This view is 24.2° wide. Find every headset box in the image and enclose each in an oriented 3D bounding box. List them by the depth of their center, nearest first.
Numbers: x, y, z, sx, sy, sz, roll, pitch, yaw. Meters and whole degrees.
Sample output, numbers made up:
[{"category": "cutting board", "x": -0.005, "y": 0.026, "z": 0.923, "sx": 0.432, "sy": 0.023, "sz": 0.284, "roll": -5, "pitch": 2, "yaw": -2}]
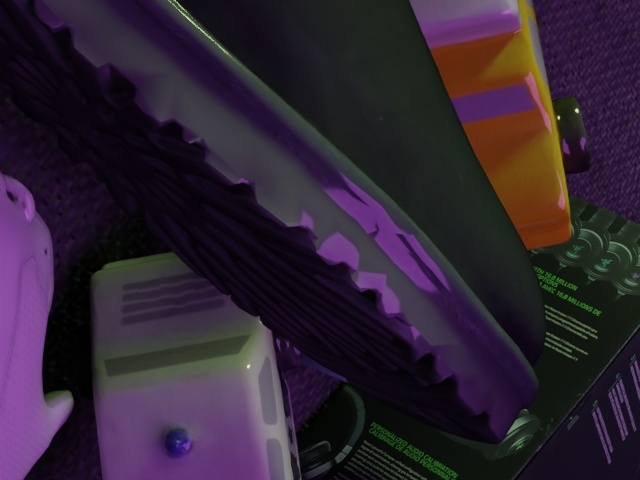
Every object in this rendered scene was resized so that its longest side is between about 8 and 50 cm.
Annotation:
[{"category": "headset box", "x": 0.131, "y": 0.138, "z": 0.930, "sx": 0.283, "sy": 0.131, "sz": 0.246, "roll": -47, "pitch": 140, "yaw": -19}]

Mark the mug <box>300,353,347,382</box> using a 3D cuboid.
[{"category": "mug", "x": 0.031, "y": 0.015, "z": 0.737, "sx": 0.158, "sy": 0.129, "sz": 0.097, "roll": 11, "pitch": 100, "yaw": -52}]

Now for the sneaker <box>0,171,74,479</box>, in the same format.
[{"category": "sneaker", "x": -0.165, "y": -0.001, "z": 0.544, "sx": 0.129, "sy": 0.111, "sz": 0.297, "roll": -47, "pitch": 148, "yaw": -40}]

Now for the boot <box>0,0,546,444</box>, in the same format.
[{"category": "boot", "x": 0.064, "y": -0.200, "z": 0.544, "sx": 0.367, "sy": 0.146, "sz": 0.445, "roll": 44, "pitch": 73, "yaw": -23}]

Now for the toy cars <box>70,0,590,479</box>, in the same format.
[{"category": "toy cars", "x": 0.000, "y": 0.000, "z": 0.643, "sx": 0.393, "sy": 0.176, "sz": 0.087, "roll": -58, "pitch": 166, "yaw": -5}]
